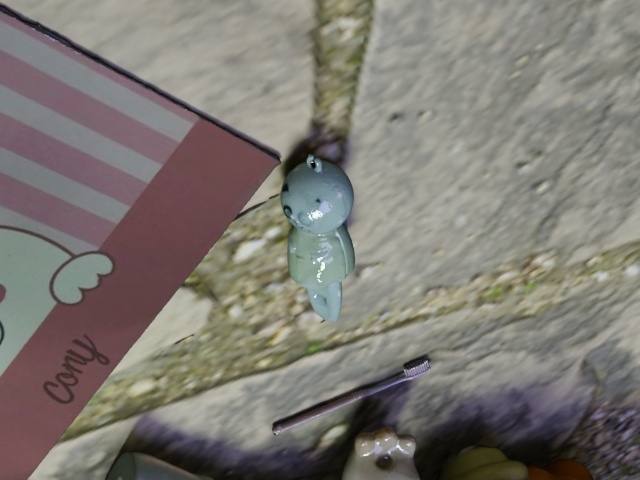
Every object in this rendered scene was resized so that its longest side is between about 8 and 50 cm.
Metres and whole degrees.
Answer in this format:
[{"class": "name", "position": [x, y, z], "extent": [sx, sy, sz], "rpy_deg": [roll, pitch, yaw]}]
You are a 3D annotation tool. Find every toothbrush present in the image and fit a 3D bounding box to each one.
[{"class": "toothbrush", "position": [0.017, 0.088, 0.639], "extent": [0.097, 0.006, 0.008], "rpy_deg": [-23, 120, -5]}]

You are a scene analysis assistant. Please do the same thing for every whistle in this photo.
[{"class": "whistle", "position": [0.000, 0.000, 0.543], "extent": [0.035, 0.035, 0.100], "rpy_deg": [-15, 132, -12]}]

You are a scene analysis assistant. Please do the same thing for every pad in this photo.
[{"class": "pad", "position": [-0.179, 0.036, 0.515], "extent": [0.202, 0.005, 0.300], "rpy_deg": [26, 113, -36]}]

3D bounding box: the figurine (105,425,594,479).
[{"class": "figurine", "position": [0.048, 0.207, 0.673], "extent": [0.381, 0.224, 0.205], "rpy_deg": [31, 136, -13]}]
